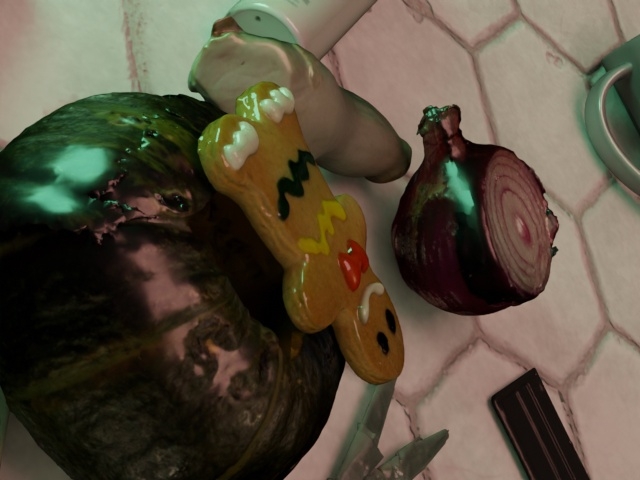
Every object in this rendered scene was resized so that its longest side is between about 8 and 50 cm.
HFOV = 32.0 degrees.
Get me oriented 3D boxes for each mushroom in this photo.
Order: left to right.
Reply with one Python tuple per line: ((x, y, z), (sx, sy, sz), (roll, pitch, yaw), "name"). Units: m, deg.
((-0.010, -0.114, 1.015), (0.109, 0.097, 0.351), (29, 7, 23), "mushroom")

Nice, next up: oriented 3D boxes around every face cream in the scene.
((0.018, -0.280, 1.181), (0.102, 0.102, 0.345), (49, 45, -13), "face cream")

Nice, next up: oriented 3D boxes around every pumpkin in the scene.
((-0.108, 0.039, 0.810), (0.320, 0.192, 0.320), (47, 29, -37), "pumpkin")

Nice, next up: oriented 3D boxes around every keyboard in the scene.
((0.292, 0.321, 1.183), (0.103, 0.041, 0.381), (-21, 78, -46), "keyboard")

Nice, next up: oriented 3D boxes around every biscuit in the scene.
((0.001, -0.001, 0.794), (0.240, 0.035, 0.158), (57, 28, -20), "biscuit")

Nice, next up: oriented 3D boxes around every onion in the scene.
((0.138, -0.034, 1.120), (0.218, 0.139, 0.195), (59, 43, -20), "onion")

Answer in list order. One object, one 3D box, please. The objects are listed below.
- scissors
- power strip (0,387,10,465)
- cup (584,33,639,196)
((0.008, 0.242, 0.951), (0.256, 0.029, 0.383), (51, 46, -10), "scissors")
((-0.268, 0.194, 0.708), (0.106, 0.043, 0.367), (24, 55, -34), "power strip")
((0.532, -0.147, 1.528), (0.322, 0.237, 0.327), (-26, 88, -18), "cup")
